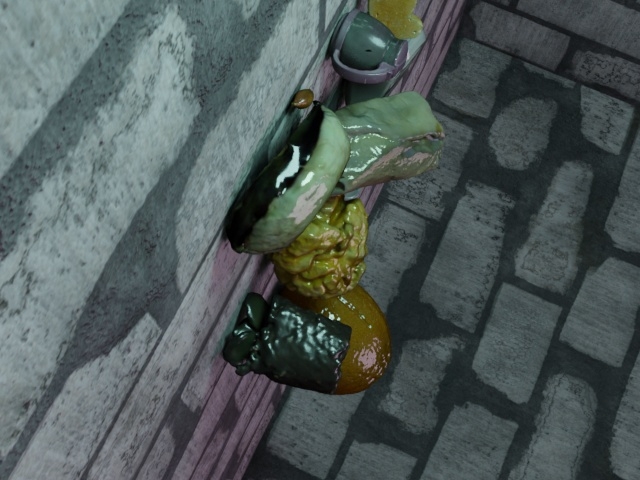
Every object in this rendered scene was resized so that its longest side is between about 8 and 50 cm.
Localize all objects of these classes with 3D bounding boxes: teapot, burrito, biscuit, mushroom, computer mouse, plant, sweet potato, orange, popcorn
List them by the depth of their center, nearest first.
[{"bbox_3d":[-0.029,-0.259,1.516,0.095,0.034,0.034,-58,169,-58],"label":"sweet potato"},{"bbox_3d":[-0.040,-0.104,1.520,0.247,0.130,0.344,-62,177,41],"label":"mushroom"},{"bbox_3d":[0.094,-0.367,1.600,0.148,0.146,0.116,-49,162,-65],"label":"teapot"},{"bbox_3d":[0.133,-0.445,1.678,0.030,0.153,0.234,-97,-171,-47],"label":"biscuit"},{"bbox_3d":[0.118,-0.199,1.793,0.332,0.135,0.190,-21,120,-37],"label":"burrito"},{"bbox_3d":[0.000,0.000,1.881,0.265,0.225,0.332,-61,161,-2],"label":"popcorn"},{"bbox_3d":[-0.073,0.240,1.894,0.188,0.276,0.198,102,4,-75],"label":"plant"},{"bbox_3d":[0.128,-0.393,1.895,0.184,0.121,0.297,-55,-178,-22],"label":"computer mouse"},{"bbox_3d":[0.027,0.255,2.290,0.322,0.357,0.322,-55,180,0],"label":"orange"}]

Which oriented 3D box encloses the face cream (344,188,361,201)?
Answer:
[{"bbox_3d":[0.074,-0.104,2.561,0.269,0.082,0.082,97,19,-69],"label":"face cream"}]
